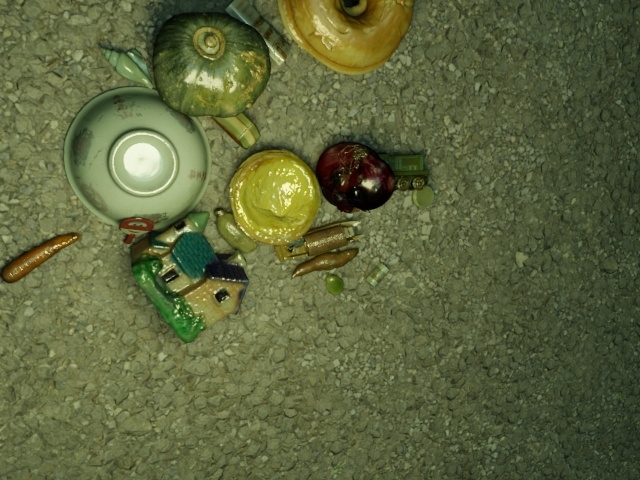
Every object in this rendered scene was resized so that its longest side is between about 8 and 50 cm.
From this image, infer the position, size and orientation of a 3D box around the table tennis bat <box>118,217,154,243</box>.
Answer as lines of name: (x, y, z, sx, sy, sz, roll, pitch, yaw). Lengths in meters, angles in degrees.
table tennis bat: (-0.555, -0.030, 1.678, 0.098, 0.155, 0.019, 7, 60, -32)

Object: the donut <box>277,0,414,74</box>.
donut: (0.085, -0.740, 1.740, 0.449, 0.198, 0.448, -4, 104, -18)

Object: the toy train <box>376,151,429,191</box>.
toy train: (0.272, -0.239, 1.961, 0.226, 0.090, 0.137, -4, 98, -19)

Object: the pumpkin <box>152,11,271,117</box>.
pumpkin: (-0.306, -0.491, 1.609, 0.328, 0.257, 0.291, 9, 81, -13)

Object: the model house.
model house: (-0.373, 0.090, 1.704, 0.280, 0.245, 0.312, -31, 116, -5)

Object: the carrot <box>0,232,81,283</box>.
carrot: (-0.814, 0.042, 1.640, 0.248, 0.059, 0.059, -35, 110, -14)

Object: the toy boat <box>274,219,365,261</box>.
toy boat: (0.000, 0.000, 1.893, 0.310, 0.115, 0.089, -15, 105, -16)

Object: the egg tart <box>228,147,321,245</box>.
egg tart: (-0.150, -0.139, 1.805, 0.315, 0.120, 0.314, -2, 95, -22)

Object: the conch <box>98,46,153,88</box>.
conch: (-0.558, -0.507, 1.629, 0.180, 0.088, 0.065, 33, 131, -29)

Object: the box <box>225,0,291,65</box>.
box: (-0.184, -0.639, 1.707, 0.032, 0.122, 0.220, -34, 115, 30)

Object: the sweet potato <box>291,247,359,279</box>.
sweet potato: (0.015, 0.075, 1.940, 0.274, 0.067, 0.067, -18, 106, -19)

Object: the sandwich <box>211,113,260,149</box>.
sandwich: (-0.278, -0.371, 1.774, 0.163, 0.113, 0.079, 41, 85, 13)

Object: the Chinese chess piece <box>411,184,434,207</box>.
Chinese chess piece: (0.371, -0.161, 2.041, 0.084, 0.034, 0.084, -3, 99, -20)

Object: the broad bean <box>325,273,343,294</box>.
broad bean: (0.050, 0.154, 1.980, 0.063, 0.045, 0.083, -33, 117, -10)

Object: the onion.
onion: (0.121, -0.200, 1.818, 0.221, 0.281, 0.280, -35, 112, -35)

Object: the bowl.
bowl: (-0.512, -0.226, 1.621, 0.435, 0.196, 0.434, -4, 102, -20)

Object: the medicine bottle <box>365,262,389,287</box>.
medicine bottle: (0.205, 0.125, 2.028, 0.083, 0.047, 0.047, -48, 112, -5)

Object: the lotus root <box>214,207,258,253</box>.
lotus root: (-0.273, -0.032, 1.807, 0.090, 0.077, 0.183, -44, 113, -8)
